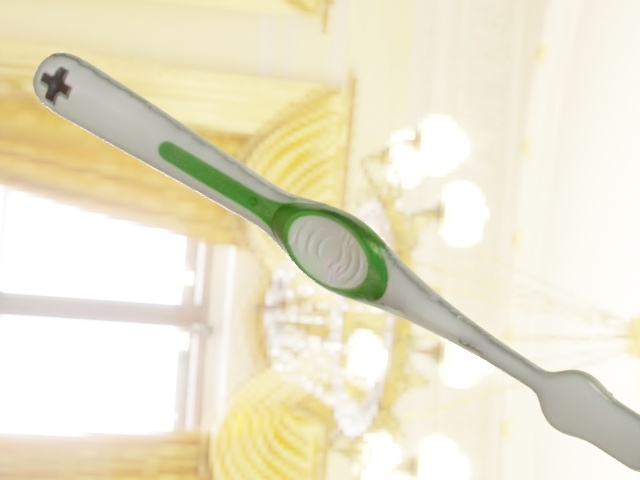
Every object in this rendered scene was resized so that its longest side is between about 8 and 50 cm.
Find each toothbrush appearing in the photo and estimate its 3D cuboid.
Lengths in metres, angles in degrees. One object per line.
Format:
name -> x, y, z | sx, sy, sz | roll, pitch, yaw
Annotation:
toothbrush -> -0.001, 0.000, 0.604 | 0.304, 0.030, 0.030 | 32, -52, 27
